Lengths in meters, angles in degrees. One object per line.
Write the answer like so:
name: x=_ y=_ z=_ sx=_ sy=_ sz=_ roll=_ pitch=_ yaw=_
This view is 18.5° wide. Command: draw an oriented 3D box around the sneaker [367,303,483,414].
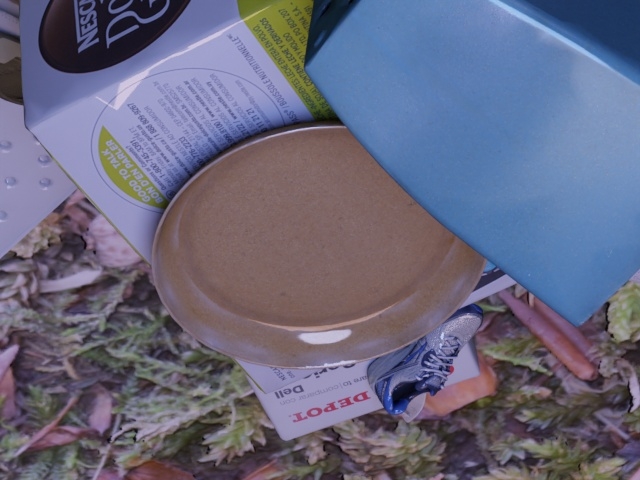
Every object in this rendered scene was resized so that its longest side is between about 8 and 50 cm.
sneaker: x=0.102 y=0.111 z=1.777 sx=0.052 sy=0.058 sz=0.135 roll=26 pitch=121 yaw=-34

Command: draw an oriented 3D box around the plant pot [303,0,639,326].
plant pot: x=0.115 y=-0.102 z=1.199 sx=0.234 sy=0.165 sz=0.165 roll=31 pitch=122 yaw=-16

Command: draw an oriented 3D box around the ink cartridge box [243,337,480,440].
ink cartridge box: x=0.009 y=0.031 z=1.806 sx=0.211 sy=0.121 sz=0.289 roll=-19 pitch=134 yaw=7

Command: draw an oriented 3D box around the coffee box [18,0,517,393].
coffee box: x=-0.002 y=-0.157 z=1.470 sx=0.334 sy=0.337 sz=0.338 roll=-26 pitch=133 yaw=15

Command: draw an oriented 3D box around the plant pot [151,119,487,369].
plant pot: x=0.000 y=0.000 z=1.364 sx=0.236 sy=0.032 sz=0.236 roll=-4 pitch=134 yaw=-4

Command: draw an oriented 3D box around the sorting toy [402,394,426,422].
sorting toy: x=0.084 y=0.131 z=1.978 sx=0.075 sy=0.045 sz=0.083 roll=-40 pitch=128 yaw=17

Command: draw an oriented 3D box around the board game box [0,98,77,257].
board game box: x=-0.455 y=-0.062 z=1.682 sx=0.390 sy=0.050 sz=0.390 roll=32 pitch=121 yaw=-34

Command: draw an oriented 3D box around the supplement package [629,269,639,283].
supplement package: x=0.387 y=-0.056 z=1.772 sx=0.194 sy=0.149 sz=0.203 roll=16 pitch=130 yaw=-24

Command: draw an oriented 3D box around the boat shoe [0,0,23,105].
boat shoe: x=-0.234 y=-0.171 z=1.556 sx=0.113 sy=0.103 sz=0.302 roll=-4 pitch=169 yaw=30
